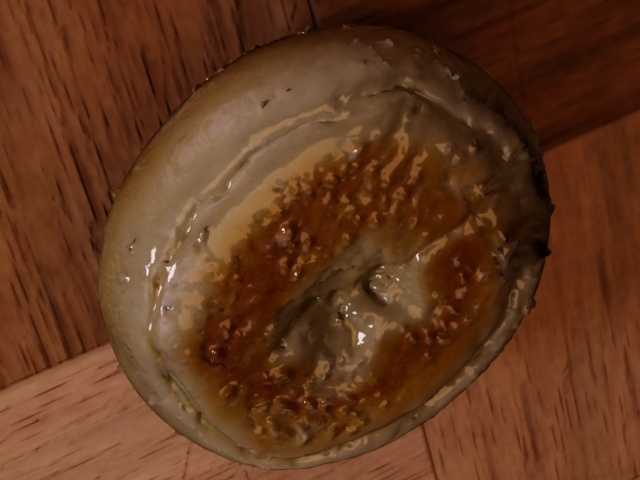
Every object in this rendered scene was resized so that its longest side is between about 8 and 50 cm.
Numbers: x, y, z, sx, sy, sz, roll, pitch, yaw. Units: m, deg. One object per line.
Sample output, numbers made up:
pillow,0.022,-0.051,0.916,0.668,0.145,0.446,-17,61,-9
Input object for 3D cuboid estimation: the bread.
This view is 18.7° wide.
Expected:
bread,0.000,0.000,1.254,0.306,0.159,0.305,-9,118,-18
